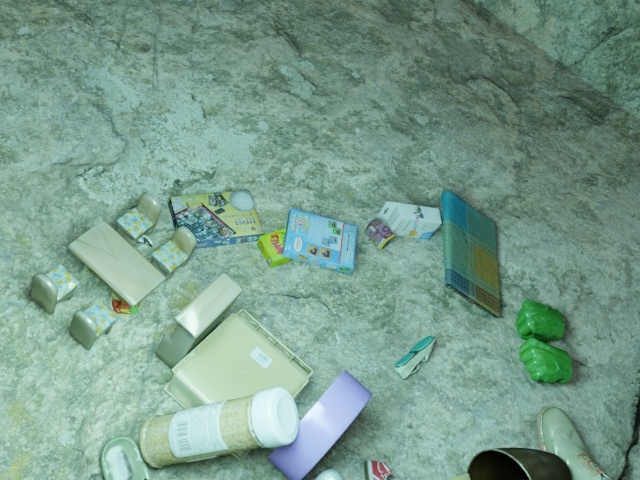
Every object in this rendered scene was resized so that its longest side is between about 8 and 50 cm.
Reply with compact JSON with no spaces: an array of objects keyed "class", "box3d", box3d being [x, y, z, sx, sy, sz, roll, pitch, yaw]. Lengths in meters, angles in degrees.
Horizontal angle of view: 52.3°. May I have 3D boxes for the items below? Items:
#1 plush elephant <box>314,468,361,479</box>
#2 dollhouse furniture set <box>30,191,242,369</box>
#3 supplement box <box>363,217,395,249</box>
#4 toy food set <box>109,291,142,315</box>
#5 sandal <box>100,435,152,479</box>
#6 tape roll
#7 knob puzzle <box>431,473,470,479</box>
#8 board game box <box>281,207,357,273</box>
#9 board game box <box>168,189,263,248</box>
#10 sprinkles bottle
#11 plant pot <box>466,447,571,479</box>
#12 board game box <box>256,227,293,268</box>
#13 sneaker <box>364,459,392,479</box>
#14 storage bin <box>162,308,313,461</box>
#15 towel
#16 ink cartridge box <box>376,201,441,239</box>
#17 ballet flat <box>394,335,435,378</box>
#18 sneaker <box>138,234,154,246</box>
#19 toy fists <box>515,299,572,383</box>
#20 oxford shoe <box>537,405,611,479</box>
[{"class":"plush elephant","box3d":[0.010,0.688,1.384,0.330,0.272,0.255,-36,58,-6]},{"class":"dollhouse furniture set","box3d":[-0.424,0.097,1.591,0.394,0.256,0.362,42,51,2]},{"class":"supplement box","box3d":[0.186,-0.022,2.061,0.043,0.055,0.083,-30,72,-36]},{"class":"toy food set","box3d":[-0.505,0.158,1.695,0.083,0.020,0.083,8,54,-16]},{"class":"sandal","box3d":[-0.398,0.564,1.415,0.120,0.086,0.302,-22,67,-31]},{"class":"tape roll","box3d":[0.000,0.437,1.535,0.090,0.274,0.275,41,53,8]},{"class":"knob puzzle","box3d":[0.309,0.695,1.627,0.213,0.030,0.213,7,66,-16]},{"class":"board game box","box3d":[0.000,0.000,1.928,0.212,0.039,0.160,16,53,-12]},{"class":"board game box","box3d":[-0.306,-0.063,1.908,0.243,0.042,0.165,-7,60,-25]},{"class":"sprinkles bottle","box3d":[-0.226,0.413,1.429,0.121,0.356,0.121,46,35,-46]},{"class":"plant pot","box3d":[0.532,0.625,1.675,0.231,0.215,0.215,0,56,-38]},{"class":"board game box","box3d":[-0.088,0.010,1.941,0.181,0.043,0.092,-18,66,-30]},{"class":"sneaker","box3d":[0.147,0.607,1.622,0.067,0.042,0.118,6,53,-13]},{"class":"storage bin","box3d":[-0.198,0.348,1.619,0.262,0.123,0.260,40,52,9]},{"class":"towel","box3d":[0.479,0.038,2.083,0.271,0.040,0.370,31,48,-30]},{"class":"ink cartridge box","box3d":[0.282,-0.063,2.094,0.181,0.104,0.061,7,55,-15]},{"class":"ballet flat","box3d":[0.275,0.336,1.861,0.168,0.057,0.052,-32,101,-31]},{"class":"sneaker","box3d":[-0.501,-0.002,1.805,0.083,0.032,0.037,33,67,7]},{"class":"toy fists","box3d":[0.672,0.309,1.998,0.142,0.096,0.279,21,50,-19]},{"class":"oxford shoe","box3d":[0.719,0.627,1.761,0.141,0.146,0.396,-6,59,-23]}]
